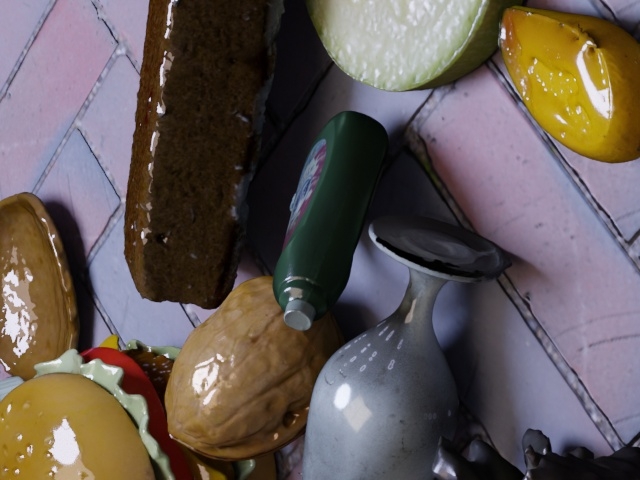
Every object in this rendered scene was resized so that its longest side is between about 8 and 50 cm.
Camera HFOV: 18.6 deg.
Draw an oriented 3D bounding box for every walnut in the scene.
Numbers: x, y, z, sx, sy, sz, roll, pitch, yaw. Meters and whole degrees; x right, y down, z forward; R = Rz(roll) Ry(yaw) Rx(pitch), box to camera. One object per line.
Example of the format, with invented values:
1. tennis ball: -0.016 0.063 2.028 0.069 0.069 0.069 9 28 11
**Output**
1. walnut: -0.056 0.118 1.696 0.180 0.144 0.144 -41 57 -3

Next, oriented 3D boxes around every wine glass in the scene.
1. wine glass: 0.063 0.106 1.593 0.126 0.126 0.241 34 116 39

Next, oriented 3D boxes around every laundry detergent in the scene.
1. laundry detergent: 0.000 0.000 1.602 0.211 0.063 0.137 -75 12 -44

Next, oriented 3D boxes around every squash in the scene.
1. squash: 0.069 -0.246 1.596 0.252 0.049 0.252 9 102 47

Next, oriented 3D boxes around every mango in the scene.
1. mango: 0.196 -0.120 1.464 0.187 0.066 0.101 41 131 42

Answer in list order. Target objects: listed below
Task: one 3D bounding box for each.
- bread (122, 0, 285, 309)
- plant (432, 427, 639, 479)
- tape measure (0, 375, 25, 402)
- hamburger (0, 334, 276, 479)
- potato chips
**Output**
1. bread: -0.098 -0.152 1.706 0.165 0.113 0.416 -109 27 -67
2. plant: 0.181 0.239 1.441 0.276 0.199 0.188 30 110 37
3. tape measure: -0.333 0.276 2.021 0.207 0.115 0.235 -39 68 62
4. hamburger: -0.197 0.227 1.823 0.274 0.212 0.274 8 102 47
5. potato chips: -0.298 0.052 2.031 0.150 0.049 0.201 -13 84 45
